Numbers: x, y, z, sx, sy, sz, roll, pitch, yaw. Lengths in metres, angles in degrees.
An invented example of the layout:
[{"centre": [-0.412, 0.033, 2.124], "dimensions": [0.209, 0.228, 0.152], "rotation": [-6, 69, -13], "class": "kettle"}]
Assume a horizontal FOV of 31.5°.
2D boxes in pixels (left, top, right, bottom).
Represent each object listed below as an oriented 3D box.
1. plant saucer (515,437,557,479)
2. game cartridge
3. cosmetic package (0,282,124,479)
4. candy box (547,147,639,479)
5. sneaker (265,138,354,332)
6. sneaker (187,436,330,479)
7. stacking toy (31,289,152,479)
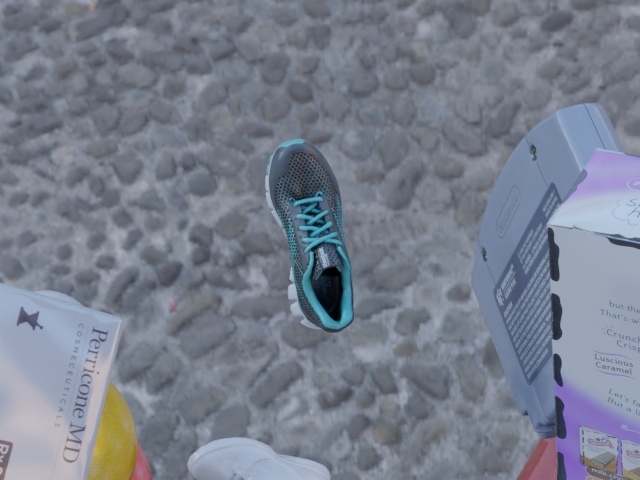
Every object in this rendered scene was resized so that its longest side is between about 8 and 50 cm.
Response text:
[{"centre": [0.290, 0.374, 1.214], "dimensions": [0.259, 0.048, 0.258], "rotation": [40, 70, -11], "class": "plant saucer"}, {"centre": [0.201, 0.027, 0.948], "dimensions": [0.062, 0.297, 0.198], "rotation": [-8, 63, -11], "class": "game cartridge"}, {"centre": [-0.275, 0.111, 0.864], "dimensions": [0.184, 0.151, 0.151], "rotation": [19, 74, -30], "class": "cosmetic package"}, {"centre": [0.204, 0.063, 0.564], "dimensions": [0.165, 0.196, 0.070], "rotation": [14, 44, 28], "class": "candy box"}, {"centre": [0.000, 0.000, 0.920], "dimensions": [0.065, 0.166, 0.076], "rotation": [-17, 16, -11], "class": "sneaker"}, {"centre": [-0.075, 0.332, 1.532], "dimensions": [0.212, 0.080, 0.094], "rotation": [16, 33, -21], "class": "sneaker"}, {"centre": [-0.315, 0.239, 1.242], "dimensions": [0.351, 0.479, 0.350], "rotation": [7, 38, -5], "class": "stacking toy"}]
